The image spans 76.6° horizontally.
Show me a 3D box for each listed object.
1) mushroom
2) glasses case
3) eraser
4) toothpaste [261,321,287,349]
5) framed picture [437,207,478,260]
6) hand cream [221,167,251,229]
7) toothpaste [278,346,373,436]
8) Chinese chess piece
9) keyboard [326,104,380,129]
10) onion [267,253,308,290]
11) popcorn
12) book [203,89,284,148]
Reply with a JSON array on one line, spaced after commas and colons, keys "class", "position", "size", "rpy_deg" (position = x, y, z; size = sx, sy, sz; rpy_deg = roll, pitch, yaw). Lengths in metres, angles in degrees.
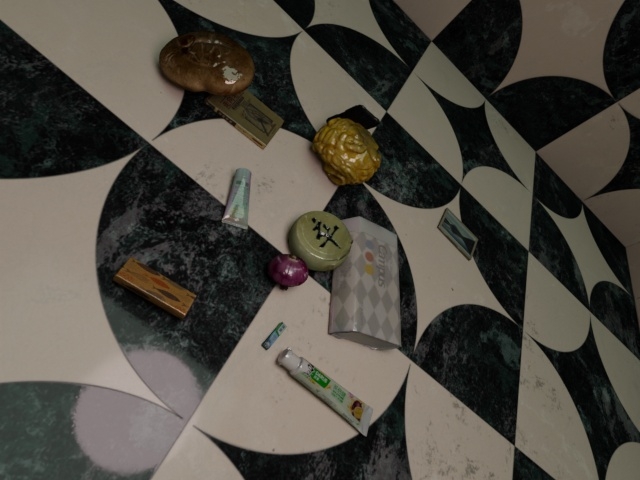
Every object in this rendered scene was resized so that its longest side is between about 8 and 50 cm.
[{"class": "mushroom", "position": [-0.336, -0.532, 1.216], "size": [0.279, 0.146, 0.277], "rpy_deg": [7, 53, -10]}, {"class": "glasses case", "position": [-0.370, 0.110, 0.908], "size": [0.170, 0.041, 0.064], "rpy_deg": [35, 38, -16]}, {"class": "eraser", "position": [0.144, 0.122, 1.259], "size": [0.213, 0.082, 0.396], "rpy_deg": [24, 53, -26]}, {"class": "toothpaste", "position": [-0.118, 0.243, 1.037], "size": [0.020, 0.017, 0.083], "rpy_deg": [47, 47, -5]}, {"class": "framed picture", "position": [0.585, -0.029, 1.725], "size": [0.203, 0.015, 0.150], "rpy_deg": [45, 47, -7]}, {"class": "hand cream", "position": [-0.231, -0.121, 1.148], "size": [0.076, 0.047, 0.174], "rpy_deg": [17, 65, -30]}, {"class": "toothpaste", "position": [0.018, 0.385, 1.041], "size": [0.314, 0.056, 0.058], "rpy_deg": [41, 88, -15]}, {"class": "Chinese chess piece", "position": [0.000, 0.000, 1.200], "size": [0.189, 0.083, 0.188], "rpy_deg": [12, 55, -18]}, {"class": "keyboard", "position": [0.110, -0.419, 1.439], "size": [0.106, 0.262, 0.016], "rpy_deg": [33, 80, -24]}, {"class": "onion", "position": [-0.088, 0.087, 1.103], "size": [0.115, 0.115, 0.104], "rpy_deg": [3, 107, -36]}, {"class": "popcorn", "position": [0.096, -0.299, 1.402], "size": [0.250, 0.190, 0.250], "rpy_deg": [27, 39, -25]}, {"class": "book", "position": [-0.241, -0.416, 1.317], "size": [0.231, 0.026, 0.161], "rpy_deg": [36, 49, -14]}]
